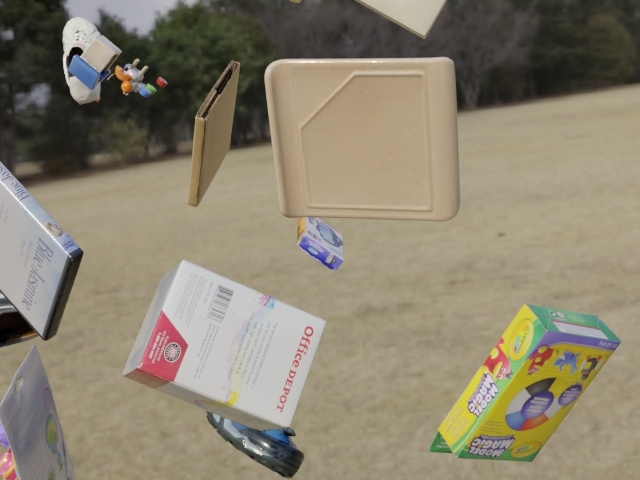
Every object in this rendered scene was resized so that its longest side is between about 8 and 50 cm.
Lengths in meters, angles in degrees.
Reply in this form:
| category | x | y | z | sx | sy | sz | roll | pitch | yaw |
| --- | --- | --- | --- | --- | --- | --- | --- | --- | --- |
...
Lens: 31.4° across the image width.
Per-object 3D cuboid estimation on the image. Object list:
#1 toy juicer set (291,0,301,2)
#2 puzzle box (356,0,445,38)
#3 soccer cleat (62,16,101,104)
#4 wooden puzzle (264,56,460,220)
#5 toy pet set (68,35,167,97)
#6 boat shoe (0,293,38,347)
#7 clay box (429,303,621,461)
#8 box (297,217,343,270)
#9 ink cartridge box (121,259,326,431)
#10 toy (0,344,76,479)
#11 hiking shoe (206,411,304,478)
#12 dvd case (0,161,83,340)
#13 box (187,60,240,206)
| category | x | y | z | sx | sy | sz | roll | pitch | yaw |
| --- | --- | --- | --- | --- | --- | --- | --- | --- | --- |
| toy juicer set | -0.176 | -0.432 | 1.594 | 0.329 | 0.089 | 0.209 | 29 | -1 | 38 |
| puzzle box | 0.148 | -0.558 | 1.775 | 0.272 | 0.409 | 0.052 | 30 | 6 | 3 |
| soccer cleat | -0.400 | -0.314 | 1.904 | 0.068 | 0.196 | 0.076 | -14 | -35 | 0 |
| wooden puzzle | 0.057 | -0.131 | 1.463 | 0.238 | 0.221 | 0.044 | 0 | 28 | 11 |
| toy pet set | -0.278 | -0.215 | 1.527 | 0.065 | 0.114 | 0.122 | -49 | 5 | 13 |
| boat shoe | -0.538 | 0.137 | 1.782 | 0.233 | 0.084 | 0.079 | -11 | 35 | -41 |
| clay box | 0.229 | 0.177 | 1.294 | 0.127 | 0.222 | 0.053 | 10 | 30 | -35 |
| box | 0.000 | 0.000 | 1.914 | 0.081 | 0.028 | 0.136 | 34 | 17 | -14 |
| ink cartridge box | -0.106 | 0.120 | 1.248 | 0.176 | 0.128 | 0.127 | 25 | -18 | -12 |
| toy | -0.356 | 0.264 | 1.382 | 0.056 | 0.237 | 0.137 | -8 | 27 | 9 |
| hiking shoe | -0.102 | 0.223 | 1.675 | 0.113 | 0.132 | 0.304 | 39 | 2 | -43 |
| dvd case | -0.379 | -0.019 | 1.325 | 0.022 | 0.253 | 0.180 | -35 | -16 | -40 |
| box | -0.180 | -0.180 | 1.925 | 0.021 | 0.201 | 0.164 | 18 | 46 | 6 |
